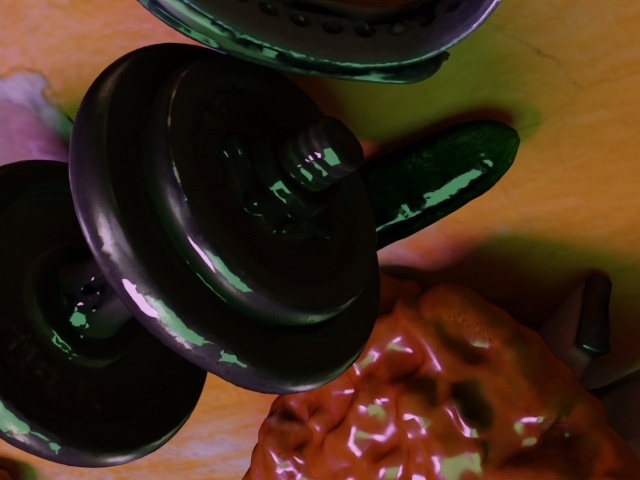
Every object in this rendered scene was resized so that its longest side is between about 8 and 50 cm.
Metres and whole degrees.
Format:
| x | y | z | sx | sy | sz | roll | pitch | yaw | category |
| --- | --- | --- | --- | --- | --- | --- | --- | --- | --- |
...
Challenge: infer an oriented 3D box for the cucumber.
| x | y | z | sx | sy | sz | roll | pitch | yaw | category |
| --- | --- | --- | --- | --- | --- | --- | --- | --- | --- |
| 0.000 | 0.000 | 0.666 | 0.284 | 0.056 | 0.056 | -31 | 126 | 30 | cucumber |

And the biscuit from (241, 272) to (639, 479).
| x | y | z | sx | sy | sz | roll | pitch | yaw | category |
| --- | --- | --- | --- | --- | --- | --- | --- | --- | --- |
| 0.089 | 0.196 | 0.711 | 0.312 | 0.110 | 0.318 | 47 | 136 | 21 | biscuit |

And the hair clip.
| x | y | z | sx | sy | sz | roll | pitch | yaw | category |
| --- | --- | --- | --- | --- | --- | --- | --- | --- | --- |
| 0.145 | 0.157 | 0.789 | 0.101 | 0.085 | 0.331 | 26 | 136 | -8 | hair clip |

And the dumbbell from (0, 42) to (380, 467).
| x | y | z | sx | sy | sz | roll | pitch | yaw | category |
| --- | --- | --- | --- | --- | --- | --- | --- | --- | --- |
| -0.090 | 0.013 | 0.582 | 0.290 | 0.192 | 0.192 | -29 | 127 | 35 | dumbbell |

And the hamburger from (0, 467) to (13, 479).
| x | y | z | sx | sy | sz | roll | pitch | yaw | category |
| --- | --- | --- | --- | --- | --- | --- | --- | --- | --- |
| -0.324 | 0.263 | 0.966 | 0.137 | 0.087 | 0.166 | 11 | 137 | -4 | hamburger |

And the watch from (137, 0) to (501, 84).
| x | y | z | sx | sy | sz | roll | pitch | yaw | category |
| --- | --- | --- | --- | --- | --- | --- | --- | --- | --- |
| -0.010 | -0.159 | 0.483 | 0.206 | 0.068 | 0.193 | 4 | 137 | 0 | watch |
